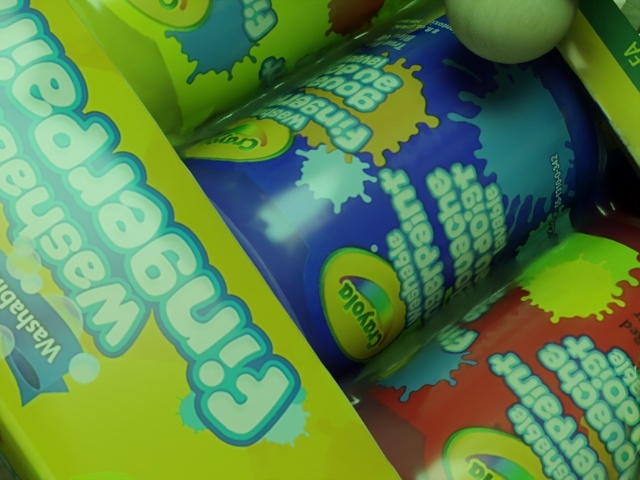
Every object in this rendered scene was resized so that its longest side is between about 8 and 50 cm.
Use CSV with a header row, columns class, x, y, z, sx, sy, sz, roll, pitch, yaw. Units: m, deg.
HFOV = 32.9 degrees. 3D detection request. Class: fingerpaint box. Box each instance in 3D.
class,x,y,z,sx,sy,sz,roll,pitch,yaw
fingerpaint box,0.000,0.000,0.549,0.371,0.163,0.445,-33,86,-23

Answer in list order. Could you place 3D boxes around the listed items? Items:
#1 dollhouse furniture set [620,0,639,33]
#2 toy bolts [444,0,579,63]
class,x,y,z,sx,sy,sz,roll,pitch,yaw
dollhouse furniture set,0.225,-0.105,0.743,0.144,0.151,0.123,44,43,21
toy bolts,0.060,-0.193,0.495,0.228,0.158,0.218,37,23,7
